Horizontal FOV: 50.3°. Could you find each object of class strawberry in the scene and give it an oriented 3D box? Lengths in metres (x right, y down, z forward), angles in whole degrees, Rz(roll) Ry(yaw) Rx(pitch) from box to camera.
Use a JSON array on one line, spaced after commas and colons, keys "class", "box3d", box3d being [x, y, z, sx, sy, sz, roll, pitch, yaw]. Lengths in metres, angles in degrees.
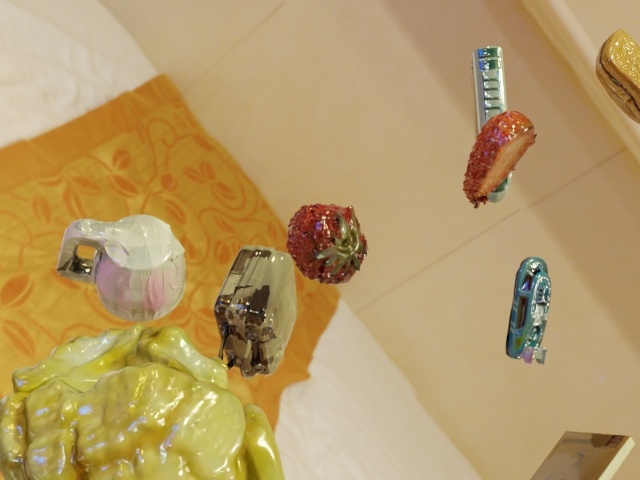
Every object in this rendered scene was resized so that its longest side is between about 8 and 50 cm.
[{"class": "strawberry", "box3d": [0.000, 0.000, 1.502, 0.186, 0.184, 0.201, -1, 17, -41]}, {"class": "strawberry", "box3d": [0.286, -0.143, 1.163, 0.121, 0.188, 0.082, -24, 61, -37]}]

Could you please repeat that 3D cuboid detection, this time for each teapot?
[{"class": "teapot", "box3d": [-0.345, 0.024, 1.224, 0.221, 0.178, 0.163, 32, 53, 9]}]

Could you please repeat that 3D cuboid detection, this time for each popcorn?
[{"class": "popcorn", "box3d": [-0.208, 0.256, 0.805, 0.334, 0.293, 0.292, -168, -115, -72]}]

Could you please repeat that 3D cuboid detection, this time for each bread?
[{"class": "bread", "box3d": [0.625, -0.323, 1.370, 0.200, 0.077, 0.116, 40, 65, -18]}]

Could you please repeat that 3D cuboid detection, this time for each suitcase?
[{"class": "suitcase", "box3d": [-0.176, 0.227, 1.918, 0.352, 0.193, 0.339, 87, 20, -50]}]

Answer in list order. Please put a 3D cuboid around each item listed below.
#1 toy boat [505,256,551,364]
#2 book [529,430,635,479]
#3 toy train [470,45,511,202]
[{"class": "toy boat", "box3d": [0.614, 0.198, 1.939, 0.134, 0.092, 0.299, 9, 90, -36]}, {"class": "book", "box3d": [0.527, 0.591, 1.549, 0.032, 0.389, 0.269, 45, -19, 0]}, {"class": "toy train", "box3d": [0.453, -0.305, 1.794, 0.088, 0.086, 0.407, 74, 14, -80]}]
